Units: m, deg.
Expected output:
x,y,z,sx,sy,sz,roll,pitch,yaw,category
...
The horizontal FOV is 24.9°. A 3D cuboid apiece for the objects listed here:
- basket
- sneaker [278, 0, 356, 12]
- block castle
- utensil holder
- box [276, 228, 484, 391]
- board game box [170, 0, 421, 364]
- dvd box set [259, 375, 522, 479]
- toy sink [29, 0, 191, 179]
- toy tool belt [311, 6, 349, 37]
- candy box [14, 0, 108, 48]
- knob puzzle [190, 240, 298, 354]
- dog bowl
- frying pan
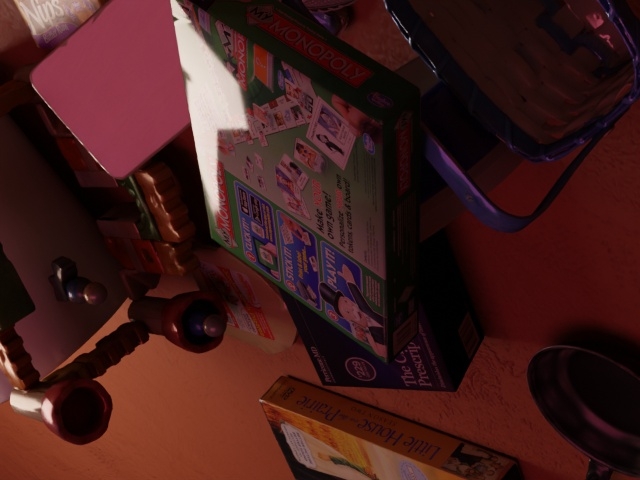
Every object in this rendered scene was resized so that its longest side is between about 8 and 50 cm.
x,y,z,sx,sy,sz,roll,pitch,yaw,category
0.138,-0.172,1.134,0.255,0.289,0.201,46,151,0,basket
-0.051,-0.258,1.376,0.225,0.093,0.088,0,102,2,sneaker
-0.323,0.002,1.874,0.213,0.303,0.453,3,122,51,block castle
-0.502,0.002,2.108,0.385,0.327,0.327,52,149,-15,utensil holder
0.054,0.044,1.650,0.184,0.103,0.261,1,130,34,box
-0.015,-0.053,1.158,0.213,0.046,0.317,36,153,25,board game box
0.124,0.367,2.036,0.420,0.062,0.308,16,140,40,dvd box set
-0.161,-0.200,1.534,0.234,0.131,0.153,-37,98,23,toy sink
0.001,-0.229,1.471,0.052,0.051,0.083,39,149,11,toy tool belt
-0.300,-0.288,1.768,0.186,0.053,0.109,11,136,43,candy box
-0.092,0.077,1.980,0.213,0.030,0.213,31,147,24,knob puzzle
0.072,-0.080,1.353,0.104,0.265,0.265,54,149,-12,dog bowl
0.339,0.230,1.616,0.197,0.053,0.326,11,137,44,frying pan
